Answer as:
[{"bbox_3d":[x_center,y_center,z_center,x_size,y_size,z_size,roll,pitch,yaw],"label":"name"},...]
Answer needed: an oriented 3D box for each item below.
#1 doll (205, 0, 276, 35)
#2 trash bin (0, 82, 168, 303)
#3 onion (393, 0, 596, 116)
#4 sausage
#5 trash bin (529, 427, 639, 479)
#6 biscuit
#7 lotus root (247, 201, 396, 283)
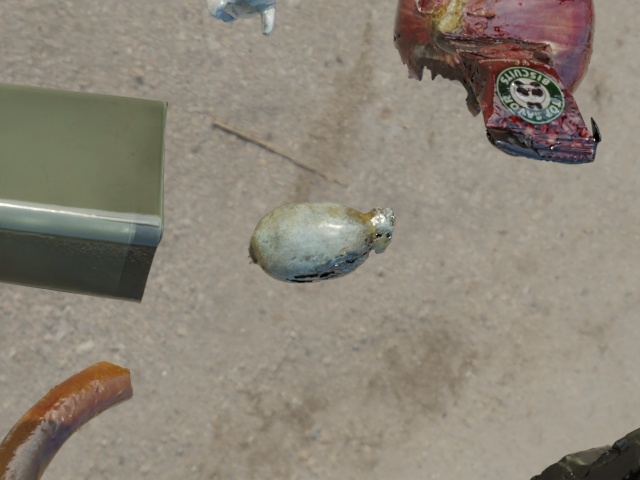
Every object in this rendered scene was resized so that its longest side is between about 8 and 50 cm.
[{"bbox_3d":[-0.004,-0.314,0.813,0.188,0.099,0.384,18,134,-22],"label":"doll"},{"bbox_3d":[-0.264,-0.047,0.898,0.240,0.164,0.122,6,142,-16],"label":"trash bin"},{"bbox_3d":[0.282,-0.367,1.668,0.341,0.341,0.341,-20,122,-35],"label":"onion"},{"bbox_3d":[-0.395,0.286,1.498,0.103,0.076,0.302,50,49,-11],"label":"sausage"},{"bbox_3d":[0.224,0.108,0.345,0.203,0.252,0.301,2,132,-40],"label":"trash bin"},{"bbox_3d":[0.240,-0.183,1.234,0.151,0.235,0.063,-1,139,-16],"label":"biscuit"},{"bbox_3d":[0.000,0.001,1.080,0.088,0.165,0.088,-7,90,-79],"label":"lotus root"}]
